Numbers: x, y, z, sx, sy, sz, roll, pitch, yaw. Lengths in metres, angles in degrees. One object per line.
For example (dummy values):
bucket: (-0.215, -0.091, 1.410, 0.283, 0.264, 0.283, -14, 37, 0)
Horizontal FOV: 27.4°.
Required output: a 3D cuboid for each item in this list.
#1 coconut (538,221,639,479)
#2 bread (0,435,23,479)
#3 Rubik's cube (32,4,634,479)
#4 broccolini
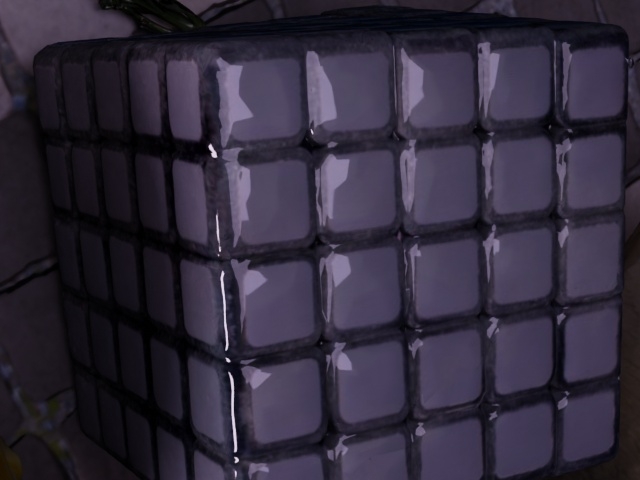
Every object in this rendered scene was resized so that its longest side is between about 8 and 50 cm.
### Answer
coconut: (0.316, 0.142, 0.842, 0.360, 0.346, 0.346, 32, 73, 9)
bread: (-0.296, 0.107, 0.524, 0.341, 0.210, 0.300, -34, 102, -40)
Rubik's cube: (0.000, 0.000, 0.699, 0.237, 0.237, 0.238, -9, 103, -27)
broccolini: (-0.077, -0.130, 0.783, 0.140, 0.030, 0.035, 27, 43, -33)
